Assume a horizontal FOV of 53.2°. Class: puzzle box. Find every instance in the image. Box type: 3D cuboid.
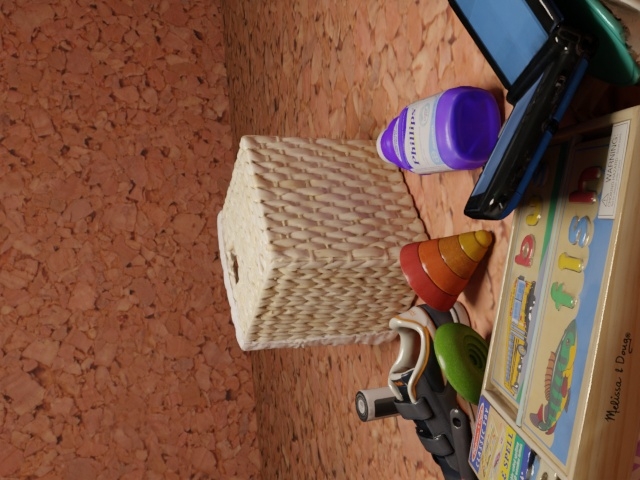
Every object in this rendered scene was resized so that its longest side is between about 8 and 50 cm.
[{"bbox_3d":[0.239,0.086,0.644,0.272,0.052,0.409,-101,20,-87],"label":"puzzle box"}]

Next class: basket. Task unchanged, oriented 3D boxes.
[{"bbox_3d":[0.000,0.000,1.212,0.266,0.331,0.328,114,149,-46],"label":"basket"}]

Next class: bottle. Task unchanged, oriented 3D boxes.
[{"bbox_3d":[0.170,-0.162,0.998,0.283,0.092,0.118,-169,75,-72],"label":"bottle"}]

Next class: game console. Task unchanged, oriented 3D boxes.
[{"bbox_3d":[0.161,-0.168,0.684,0.250,0.173,0.293,-64,-7,6],"label":"game console"}]

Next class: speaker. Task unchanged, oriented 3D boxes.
[{"bbox_3d":[0.133,0.284,1.133,0.055,0.136,0.055,177,90,-68],"label":"speaker"}]

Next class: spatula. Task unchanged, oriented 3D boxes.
[{"bbox_3d":[0.221,0.358,0.906,0.084,0.030,0.297,8,124,45],"label":"spatula"}]

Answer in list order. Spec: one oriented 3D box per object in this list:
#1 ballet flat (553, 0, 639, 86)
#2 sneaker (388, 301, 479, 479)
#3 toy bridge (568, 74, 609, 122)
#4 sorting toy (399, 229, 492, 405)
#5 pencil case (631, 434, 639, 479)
[{"bbox_3d":[0.246,-0.295,0.667,0.409,0.146,0.147,-117,29,-51],"label":"ballet flat"},{"bbox_3d":[0.178,0.260,1.006,0.126,0.127,0.321,142,121,-68],"label":"sneaker"},{"bbox_3d":[0.297,-0.167,0.698,0.063,0.026,0.188,107,155,-49],"label":"toy bridge"},{"bbox_3d":[0.235,0.125,0.888,0.126,0.127,0.366,-41,52,32],"label":"sorting toy"},{"bbox_3d":[0.315,0.208,0.628,0.088,0.086,0.206,-20,72,37],"label":"pencil case"}]
